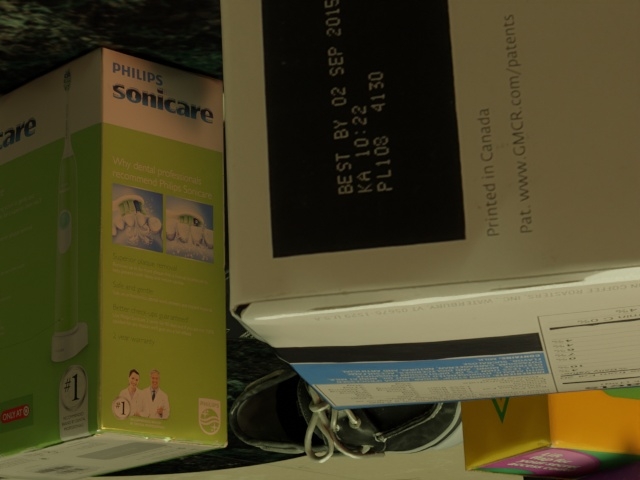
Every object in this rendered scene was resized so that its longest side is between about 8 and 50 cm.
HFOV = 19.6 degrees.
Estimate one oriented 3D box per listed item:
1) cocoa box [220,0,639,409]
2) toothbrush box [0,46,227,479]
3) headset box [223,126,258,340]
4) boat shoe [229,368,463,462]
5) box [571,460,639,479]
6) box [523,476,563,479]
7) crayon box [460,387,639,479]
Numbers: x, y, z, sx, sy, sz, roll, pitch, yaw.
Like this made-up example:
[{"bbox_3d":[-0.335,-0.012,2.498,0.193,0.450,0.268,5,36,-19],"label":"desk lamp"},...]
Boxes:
[{"bbox_3d":[0.086,-0.117,0.799,0.232,0.347,0.228,-5,164,9],"label":"cocoa box"},{"bbox_3d":[-0.179,0.026,1.383,0.122,0.283,0.206,11,159,-41],"label":"toothbrush box"},{"bbox_3d":[0.000,0.000,1.589,0.283,0.131,0.246,5,162,-23],"label":"headset box"},{"bbox_3d":[0.025,0.140,1.637,0.105,0.113,0.306,-9,-179,-36],"label":"boat shoe"},{"bbox_3d":[0.270,0.266,1.319,0.293,0.057,0.201,37,143,-22],"label":"box"},{"bbox_3d":[0.484,0.275,1.996,0.297,0.471,0.480,12,159,-40],"label":"box"},{"bbox_3d":[0.261,0.021,1.367,0.363,0.313,0.106,9,160,-34],"label":"crayon box"}]
